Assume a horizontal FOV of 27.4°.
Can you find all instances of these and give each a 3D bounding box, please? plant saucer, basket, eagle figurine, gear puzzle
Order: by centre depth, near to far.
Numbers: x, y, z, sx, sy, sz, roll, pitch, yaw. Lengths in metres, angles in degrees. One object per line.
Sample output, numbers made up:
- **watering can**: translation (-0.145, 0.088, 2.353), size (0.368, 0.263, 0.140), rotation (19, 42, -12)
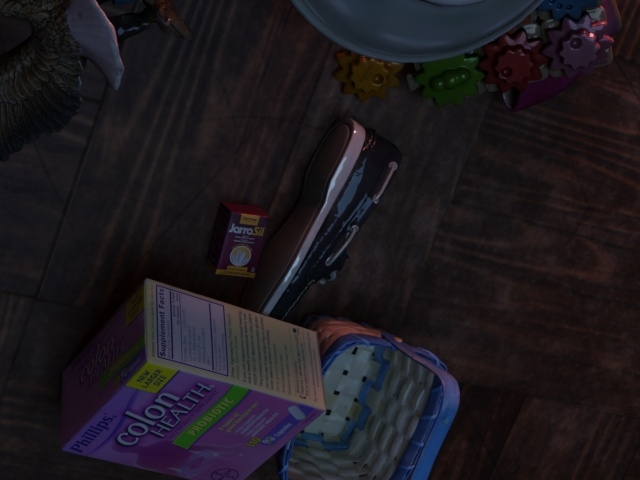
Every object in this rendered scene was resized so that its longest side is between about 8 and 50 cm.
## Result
- **eagle figurine**: translation (-0.289, -0.216, 1.316), size (0.298, 0.226, 0.225), rotation (-14, 163, 9)
- **plant saucer**: translation (0.137, -0.361, 1.375), size (0.401, 0.100, 0.400), rotation (-10, 122, -16)
- **gear puzzle**: translation (0.177, -0.240, 1.575), size (0.339, 0.044, 0.175), rotation (-13, 122, 8)
- **basket**: translation (0.055, 0.237, 1.644), size (0.201, 0.289, 0.254), rotation (14, 102, -34)

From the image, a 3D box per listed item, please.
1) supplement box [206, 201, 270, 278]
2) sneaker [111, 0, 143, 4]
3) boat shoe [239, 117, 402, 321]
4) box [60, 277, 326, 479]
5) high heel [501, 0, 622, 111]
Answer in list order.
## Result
- **supplement box**: translation (-0.102, -0.001, 1.618), size (0.055, 0.043, 0.083), rotation (7, 108, -25)
- **sneaker**: translation (-0.113, -0.298, 1.443), size (0.319, 0.127, 0.208), rotation (39, 90, -22)
- **boat shoe**: translation (0.000, 0.000, 1.624), size (0.091, 0.114, 0.302), rotation (27, 99, -25)
- **box**: translation (-0.154, 0.179, 1.574), size (0.243, 0.117, 0.213), rotation (20, 134, -29)
- **high heel**: translation (0.233, -0.330, 1.580), size (0.181, 0.127, 0.377), rotation (-42, 122, -8)
